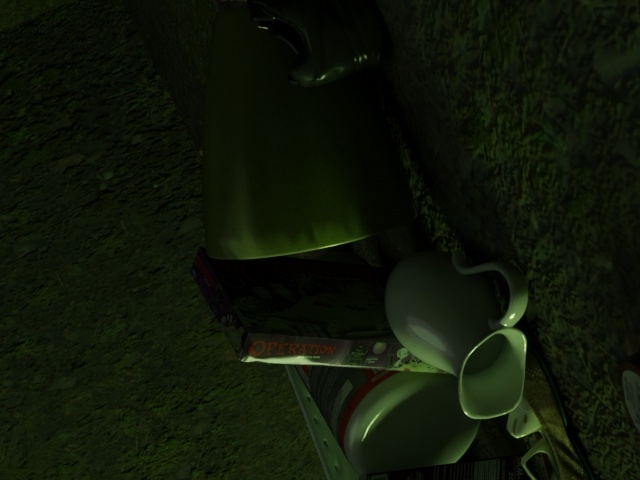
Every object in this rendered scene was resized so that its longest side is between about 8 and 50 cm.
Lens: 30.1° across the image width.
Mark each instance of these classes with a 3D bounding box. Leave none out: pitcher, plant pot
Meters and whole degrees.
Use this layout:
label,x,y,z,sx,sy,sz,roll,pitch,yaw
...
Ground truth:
label,x,y,z,sx,sy,sz,roll,pitch,yaw
pitcher,0.162,0.074,1.357,0.207,0.125,0.178,51,132,53
plant pot,-0.038,-0.151,1.491,0.275,0.274,0.294,-152,51,-75

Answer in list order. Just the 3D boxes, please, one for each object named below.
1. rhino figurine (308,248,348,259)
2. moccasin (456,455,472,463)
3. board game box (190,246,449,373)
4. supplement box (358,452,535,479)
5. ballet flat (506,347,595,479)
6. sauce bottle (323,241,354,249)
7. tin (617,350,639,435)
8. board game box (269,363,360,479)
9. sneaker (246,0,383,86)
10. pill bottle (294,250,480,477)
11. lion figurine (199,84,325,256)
label,x,y,z,sx,sy,sz,roll,pitch,yaw
rhino figurine,0.000,0.000,2.173,0.106,0.073,0.243,83,161,-75
moccasin,0.209,0.507,1.888,0.117,0.137,0.342,104,163,-60
board game box,0.023,0.093,1.554,0.208,0.346,0.056,47,125,54
supplement box,0.180,0.372,1.618,0.073,0.239,0.130,-76,-29,-55
ballet flat,0.252,0.224,1.348,0.206,0.067,0.073,65,172,-3
sauce bottle,-0.007,-0.131,1.738,0.111,0.111,0.344,57,167,41
tin,0.309,0.166,0.978,0.190,0.040,0.106,54,171,48
board game box,0.065,0.323,2.018,0.390,0.050,0.390,19,-136,-58
sneaker,-0.036,-0.308,1.359,0.109,0.130,0.286,106,139,-80
pill bottle,0.074,0.180,1.788,0.363,0.210,0.210,54,166,52
lion figurine,-0.092,-0.141,2.087,0.240,0.142,0.392,-31,75,48
